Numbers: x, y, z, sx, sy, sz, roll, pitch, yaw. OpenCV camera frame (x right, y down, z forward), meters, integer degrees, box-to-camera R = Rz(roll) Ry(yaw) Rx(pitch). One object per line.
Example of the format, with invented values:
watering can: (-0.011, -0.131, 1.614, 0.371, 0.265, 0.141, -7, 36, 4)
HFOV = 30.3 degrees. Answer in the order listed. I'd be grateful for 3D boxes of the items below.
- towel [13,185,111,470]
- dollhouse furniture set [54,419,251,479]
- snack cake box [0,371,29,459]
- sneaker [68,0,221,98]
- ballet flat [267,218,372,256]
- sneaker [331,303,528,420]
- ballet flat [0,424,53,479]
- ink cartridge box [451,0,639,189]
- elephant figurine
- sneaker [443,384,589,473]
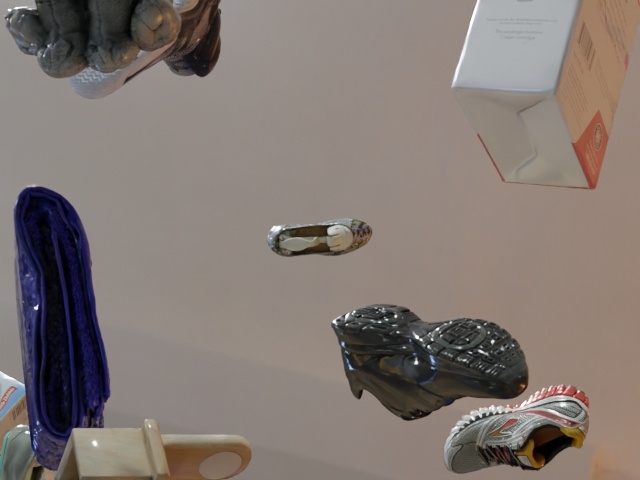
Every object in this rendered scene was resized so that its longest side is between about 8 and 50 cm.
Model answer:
towel: (-0.249, 0.097, 1.141, 0.076, 0.228, 0.308, -5, -15, -16)
dollhouse furniture set: (-0.102, 0.360, 0.839, 0.173, 0.355, 0.303, 5, -51, -26)
snack cake box: (-0.526, 0.328, 1.703, 0.089, 0.264, 0.152, 25, -40, 16)
sneaker: (-0.198, -0.237, 1.445, 0.101, 0.268, 0.153, 25, -29, 20)
ballet flat: (0.000, 0.000, 1.266, 0.114, 0.041, 0.041, -5, -59, -1)
sneaker: (0.135, 0.158, 1.423, 0.286, 0.109, 0.130, 11, -67, 49)
ballet flat: (-0.353, 0.324, 1.379, 0.068, 0.072, 0.213, 9, -101, 7)
ink cartridge box: (0.152, -0.146, 0.738, 0.067, 0.198, 0.115, 8, -24, 29)
elephant figurine: (-0.212, -0.276, 1.016, 0.169, 0.186, 0.239, -26, -55, -17)
sneaker: (0.271, 0.280, 1.662, 0.225, 0.093, 0.088, -28, -59, 26)
